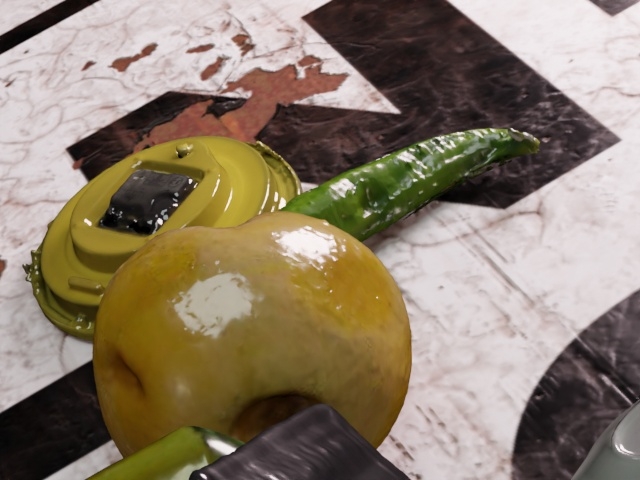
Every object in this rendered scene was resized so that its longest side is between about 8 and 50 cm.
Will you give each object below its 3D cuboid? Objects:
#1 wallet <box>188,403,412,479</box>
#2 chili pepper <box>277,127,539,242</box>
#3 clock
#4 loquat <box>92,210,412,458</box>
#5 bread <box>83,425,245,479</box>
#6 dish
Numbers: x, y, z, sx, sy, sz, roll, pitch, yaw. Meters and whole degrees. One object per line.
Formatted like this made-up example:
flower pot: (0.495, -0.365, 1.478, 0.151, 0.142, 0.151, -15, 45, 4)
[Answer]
wallet: (0.078, 0.206, 0.829, 0.041, 0.323, 0.247, -48, -10, 15)
chili pepper: (0.000, 0.000, 1.355, 0.359, 0.085, 0.076, -34, 78, -13)
clock: (-0.130, -0.017, 1.458, 0.237, 0.057, 0.237, -16, 38, 13)
loquat: (-0.045, 0.073, 1.189, 0.213, 0.213, 0.213, -15, 38, 12)
bread: (-0.127, 0.272, 0.979, 0.377, 0.208, 0.251, -27, 44, -4)
dish: (0.210, 0.118, 1.124, 0.091, 0.039, 0.137, 13, 52, 39)
